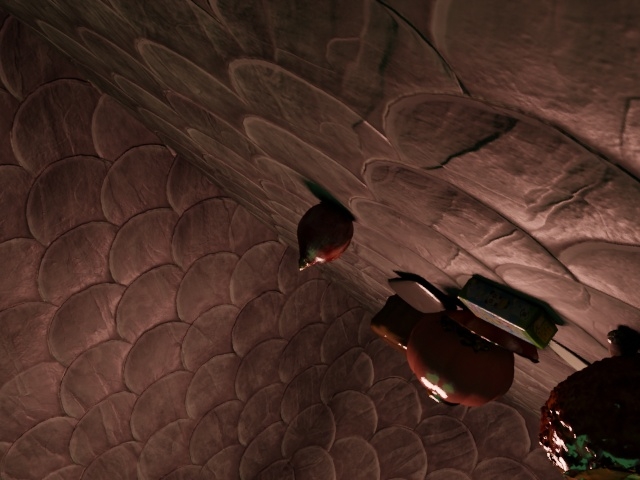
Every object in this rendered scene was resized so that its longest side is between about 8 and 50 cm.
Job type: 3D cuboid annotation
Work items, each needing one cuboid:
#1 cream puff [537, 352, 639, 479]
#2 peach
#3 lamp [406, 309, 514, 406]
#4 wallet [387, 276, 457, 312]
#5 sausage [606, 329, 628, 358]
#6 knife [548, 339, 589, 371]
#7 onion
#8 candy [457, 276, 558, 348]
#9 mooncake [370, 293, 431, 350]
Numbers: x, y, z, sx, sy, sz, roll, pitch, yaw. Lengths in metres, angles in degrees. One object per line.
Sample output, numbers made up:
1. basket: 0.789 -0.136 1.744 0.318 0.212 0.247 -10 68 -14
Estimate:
1. cream puff: 0.533 0.314 1.021 0.350 0.229 0.350 8 149 5
2. peach: 0.438 0.220 1.552 0.279 0.068 0.189 28 180 29
3. lamp: 0.383 0.339 1.697 0.305 0.240 0.305 14 -154 -7
4. wallet: 0.313 0.167 1.877 0.168 0.052 0.245 37 168 -9
5. sausage: 0.547 0.212 1.113 0.032 0.033 0.269 30 171 37
6. knife: 0.636 0.324 1.426 0.336 0.043 0.081 39 167 -8
7. onion: 0.000 0.000 1.637 0.159 0.195 0.159 28 165 9
8. candy: 0.400 0.153 1.306 0.097 0.062 0.194 40 173 -37
9. mooncake: 0.350 0.326 2.187 0.324 0.187 0.324 32 173 5
